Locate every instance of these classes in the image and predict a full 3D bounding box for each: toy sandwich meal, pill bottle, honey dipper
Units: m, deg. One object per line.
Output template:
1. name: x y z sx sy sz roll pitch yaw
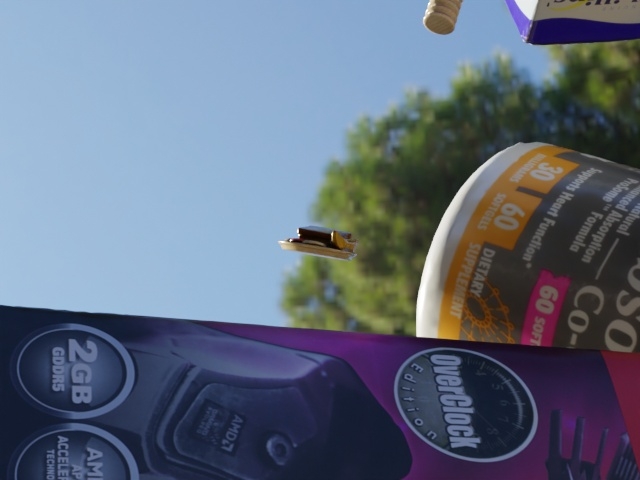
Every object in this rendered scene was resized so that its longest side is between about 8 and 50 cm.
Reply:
1. toy sandwich meal: 0.000 0.000 1.628 0.085 0.029 0.085 10 -2 0
2. pill bottle: 0.203 0.055 0.890 0.278 0.162 0.162 19 -28 34
3. honey dipper: 0.127 -0.260 1.545 0.030 0.161 0.030 14 -27 7

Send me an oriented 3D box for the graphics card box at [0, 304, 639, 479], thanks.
1. graphics card box: 0.056 0.147 0.602 0.370 0.233 0.094 5 -43 -13

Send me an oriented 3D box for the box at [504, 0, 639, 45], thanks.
1. box: 0.126 -0.187 0.829 0.072 0.126 0.137 -7 -39 -13
